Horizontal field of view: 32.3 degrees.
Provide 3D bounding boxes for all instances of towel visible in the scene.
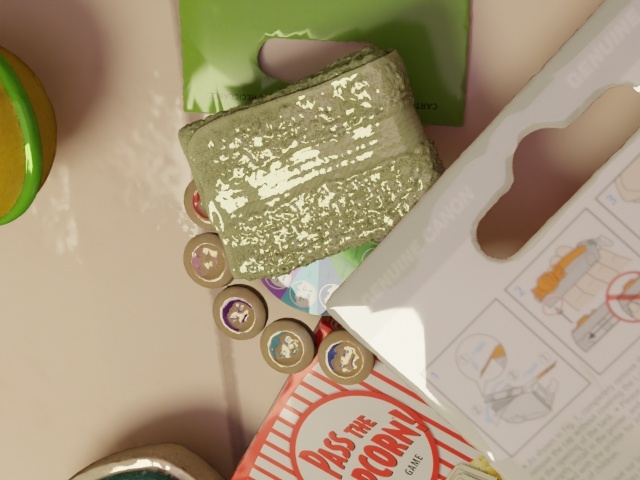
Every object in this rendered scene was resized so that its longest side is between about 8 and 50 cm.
[{"bbox_3d":[-0.004,-0.040,0.641,0.148,0.027,0.110,-20,102,21],"label":"towel"}]

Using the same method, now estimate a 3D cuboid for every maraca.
[{"bbox_3d":[-0.237,-0.069,0.701,0.186,0.099,0.127,1,106,40],"label":"maraca"}]

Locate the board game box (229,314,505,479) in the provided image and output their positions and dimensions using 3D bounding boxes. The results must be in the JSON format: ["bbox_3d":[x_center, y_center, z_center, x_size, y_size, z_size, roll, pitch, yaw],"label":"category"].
[{"bbox_3d":[0.056,0.148,0.745,0.194,0.045,0.146,28,114,1],"label":"board game box"}]

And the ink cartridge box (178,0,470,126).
[{"bbox_3d":[-0.009,-0.177,0.597,0.189,0.097,0.255,4,113,11],"label":"ink cartridge box"}]

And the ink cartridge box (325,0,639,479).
[{"bbox_3d":[0.245,0.053,0.628,0.385,0.091,0.308,42,109,0],"label":"ink cartridge box"}]

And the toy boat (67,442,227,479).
[{"bbox_3d":[-0.068,0.281,0.774,0.318,0.148,0.267,10,114,10],"label":"toy boat"}]

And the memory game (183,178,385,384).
[{"bbox_3d":[0.000,0.000,0.676,0.186,0.012,0.186,4,105,16],"label":"memory game"}]
